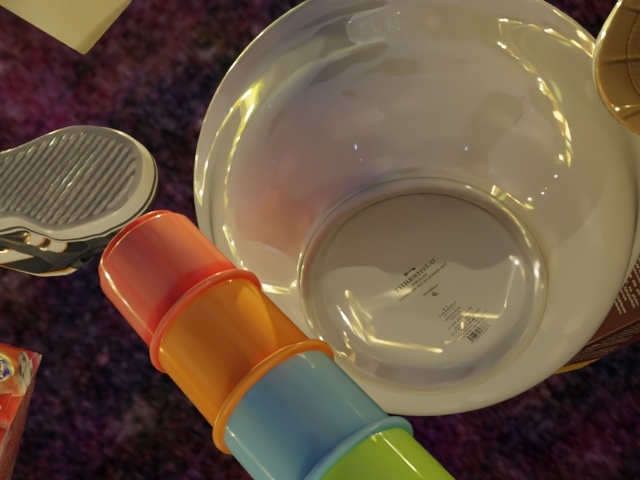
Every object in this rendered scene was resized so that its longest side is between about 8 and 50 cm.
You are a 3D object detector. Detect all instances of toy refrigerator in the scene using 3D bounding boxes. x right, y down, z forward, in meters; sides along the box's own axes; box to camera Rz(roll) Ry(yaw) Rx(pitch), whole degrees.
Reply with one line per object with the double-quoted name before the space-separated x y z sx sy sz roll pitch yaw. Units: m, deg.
"toy refrigerator" -0.330 -0.300 1.582 0.094 0.269 0.102 -47 46 14

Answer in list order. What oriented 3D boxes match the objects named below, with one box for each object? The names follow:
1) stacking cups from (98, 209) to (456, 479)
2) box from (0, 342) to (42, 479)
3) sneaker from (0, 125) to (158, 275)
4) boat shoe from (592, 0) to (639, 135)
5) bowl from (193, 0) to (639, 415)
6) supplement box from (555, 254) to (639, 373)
"stacking cups" -0.002 0.098 0.795 0.096 0.096 0.316 -44 64 2
"box" -0.313 0.202 1.201 0.122 0.128 0.257 -85 13 -65
"sneaker" -0.266 -0.038 1.623 0.321 0.127 0.126 -3 65 39
"boat shoe" 0.213 -0.172 0.707 0.277 0.098 0.096 -52 8 9
"bowl" 0.061 0.000 0.936 0.298 0.298 0.134 -28 23 18
"supplement box" 0.231 0.010 1.216 0.194 0.191 0.129 -29 77 26
